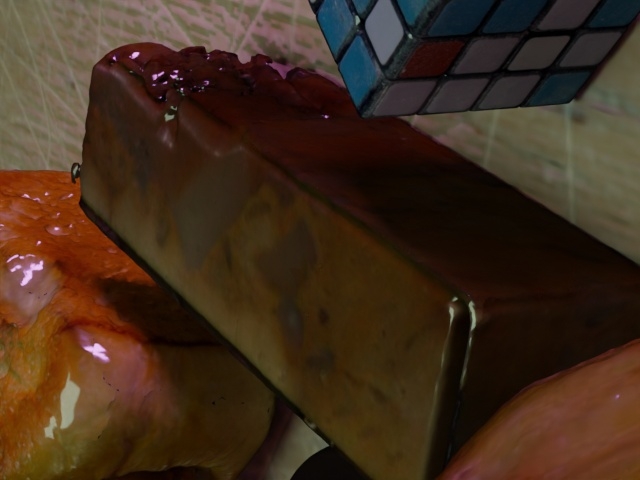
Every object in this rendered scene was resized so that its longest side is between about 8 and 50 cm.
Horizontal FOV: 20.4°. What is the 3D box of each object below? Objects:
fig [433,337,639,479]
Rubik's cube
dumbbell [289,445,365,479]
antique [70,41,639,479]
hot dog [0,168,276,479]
[{"bbox_3d":[0.165,0.076,0.401,0.321,0.217,0.217,-43,56,28],"label":"fig"},{"bbox_3d":[0.053,-0.106,0.608,0.092,0.092,0.092,-55,50,49],"label":"Rubik's cube"},{"bbox_3d":[-0.050,0.161,0.706,0.124,0.225,0.140,-10,89,58],"label":"dumbbell"},{"bbox_3d":[0.000,0.000,0.726,0.310,0.087,0.093,38,125,51],"label":"antique"},{"bbox_3d":[-0.133,0.072,0.920,0.257,0.150,0.153,39,118,50],"label":"hot dog"}]
